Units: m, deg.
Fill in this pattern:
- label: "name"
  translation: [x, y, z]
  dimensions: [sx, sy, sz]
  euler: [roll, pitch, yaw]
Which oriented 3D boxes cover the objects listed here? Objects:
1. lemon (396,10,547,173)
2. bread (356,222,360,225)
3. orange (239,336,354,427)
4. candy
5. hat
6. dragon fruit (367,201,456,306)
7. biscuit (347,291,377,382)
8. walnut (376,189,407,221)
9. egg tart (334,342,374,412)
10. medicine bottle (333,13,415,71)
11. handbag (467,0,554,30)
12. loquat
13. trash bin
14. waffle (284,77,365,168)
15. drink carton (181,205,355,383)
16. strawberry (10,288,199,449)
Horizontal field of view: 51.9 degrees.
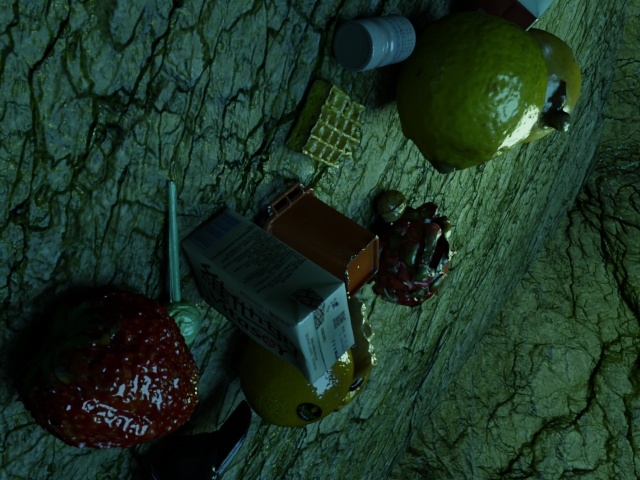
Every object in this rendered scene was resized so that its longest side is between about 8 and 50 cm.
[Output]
- label: "lemon"
  translation: [0.345, -0.340, 1.535]
  dimensions: [0.350, 0.350, 0.387]
  euler: [32, 74, -61]
- label: "bread"
  translation: [0.055, 0.042, 1.673]
  dimensions: [0.251, 0.039, 0.181]
  euler: [8, 98, -48]
- label: "orange"
  translation: [-0.059, 0.294, 1.526]
  dimensions: [0.274, 0.274, 0.274]
  euler: [-38, 143, -36]
- label: "candy"
  translation: [-0.267, 0.048, 1.199]
  dimensions: [0.092, 0.093, 0.335]
  euler: [-102, -167, -65]
- label: "hat"
  translation: [-0.294, 0.490, 1.463]
  dimensions: [0.238, 0.209, 0.336]
  euler: [103, 8, -63]
- label: "dragon fruit"
  translation: [0.255, 0.039, 1.833]
  dimensions: [0.302, 0.231, 0.237]
  euler: [-55, 159, 1]
- label: "biscuit"
  translation: [0.052, 0.264, 1.705]
  dimensions: [0.204, 0.309, 0.040]
  euler: [-42, 121, 20]
- label: "walnut"
  translation: [0.192, -0.093, 1.786]
  dimensions: [0.096, 0.083, 0.079]
  euler: [-46, 116, -37]
- label: "egg tart"
  translation: [0.047, 0.356, 1.838]
  dimensions: [0.215, 0.171, 0.215]
  euler: [-37, 141, -37]
- label: "medicine bottle"
  translation: [0.115, -0.411, 1.364]
  dimensions: [0.168, 0.105, 0.105]
  euler: [-27, 136, -46]
- label: "handbag"
  translation: [0.452, -0.561, 1.674]
  dimensions: [0.171, 0.151, 0.298]
  euler: [-49, -178, -28]
- label: "loquat"
  translation: [0.577, -0.419, 1.845]
  dimensions: [0.329, 0.359, 0.328]
  euler: [-20, 140, -18]
- label: "trash bin"
  translation: [0.000, 0.000, 1.392]
  dimensions: [0.161, 0.239, 0.184]
  euler: [-42, 144, -31]
- label: "waffle"
  translation: [0.027, -0.244, 1.415]
  dimensions: [0.211, 0.055, 0.160]
  euler: [11, 106, -59]
- label: "drink carton"
  translation: [-0.101, 0.098, 1.233]
  dimensions: [0.132, 0.325, 0.194]
  euler: [-42, 143, -25]
- label: "strawberry"
  translation: [-0.318, 0.221, 1.067]
  dimensions: [0.250, 0.238, 0.288]
  euler: [-50, 126, -1]
